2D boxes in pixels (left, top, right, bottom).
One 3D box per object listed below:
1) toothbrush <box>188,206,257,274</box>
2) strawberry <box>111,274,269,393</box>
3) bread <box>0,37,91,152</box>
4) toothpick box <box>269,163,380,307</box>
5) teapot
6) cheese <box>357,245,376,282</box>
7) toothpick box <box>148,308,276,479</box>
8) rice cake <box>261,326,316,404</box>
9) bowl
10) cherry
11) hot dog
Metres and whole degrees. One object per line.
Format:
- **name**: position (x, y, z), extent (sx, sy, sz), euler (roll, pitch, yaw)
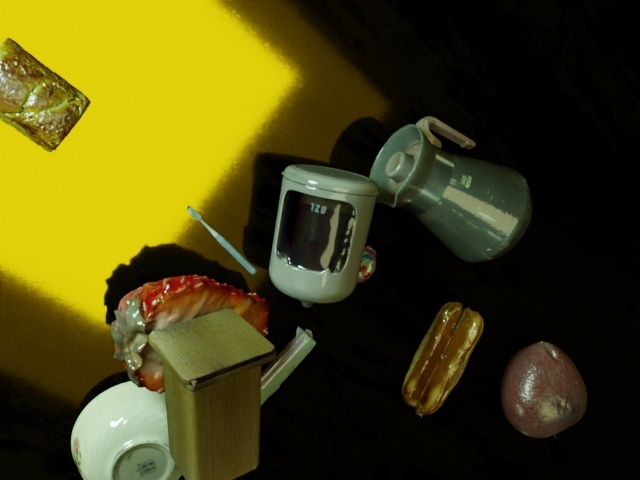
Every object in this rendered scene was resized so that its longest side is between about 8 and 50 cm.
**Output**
- **toothbrush**: position (-0.216, 0.003, 1.334), extent (0.016, 0.019, 0.219), euler (-47, 119, -11)
- **strawberry**: position (-0.280, 0.182, 1.297), extent (0.336, 0.149, 0.264), euler (-6, 110, -35)
- **bread**: position (-0.516, -0.253, 1.065), extent (0.172, 0.103, 0.132), euler (38, 81, -26)
- **toothpick box**: position (0.000, 0.000, 1.339), extent (0.229, 0.229, 0.316), euler (4, 106, -26)
- **teapot**: position (0.312, -0.132, 1.432), extent (0.344, 0.253, 0.299), euler (25, 61, -24)
- **cheese**: position (0.087, 0.078, 1.488), extent (0.095, 0.038, 0.145), euler (37, 87, -29)
- **toothpick box**: position (-0.214, 0.325, 1.197), extent (0.188, 0.190, 0.307), euler (-15, 121, -34)
- **rice cake**: position (-0.124, 0.326, 1.461), extent (0.290, 0.051, 0.081), euler (-48, 128, -6)
- **bowl**: position (-0.401, 0.462, 1.324), extent (0.277, 0.145, 0.276), euler (-7, 108, -21)
- **cherry**: position (0.654, 0.443, 1.772), extent (0.261, 0.221, 0.307), euler (-14, 98, -30)
- **hot dog**: position (0.328, 0.329, 1.642), extent (0.135, 0.100, 0.337), euler (26, 98, 16)
